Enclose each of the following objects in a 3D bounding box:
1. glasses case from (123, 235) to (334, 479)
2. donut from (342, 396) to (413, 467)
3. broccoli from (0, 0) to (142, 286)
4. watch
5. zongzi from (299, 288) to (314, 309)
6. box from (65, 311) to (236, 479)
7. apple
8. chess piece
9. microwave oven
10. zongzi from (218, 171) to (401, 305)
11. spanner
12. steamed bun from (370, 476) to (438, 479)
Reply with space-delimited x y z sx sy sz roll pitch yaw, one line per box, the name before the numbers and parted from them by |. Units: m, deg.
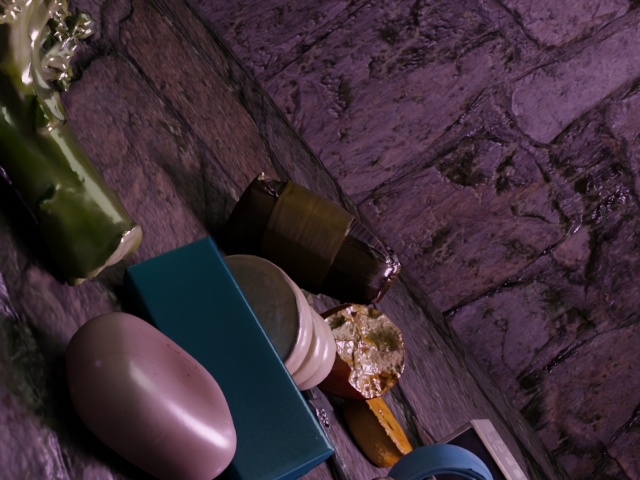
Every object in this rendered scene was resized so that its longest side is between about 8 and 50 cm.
glasses case | -0.111 0.146 1.205 0.301 0.117 0.070 58 -26 21
donut | 0.091 0.308 1.723 0.152 0.058 0.152 52 9 -12
broccoli | -0.332 -0.167 1.070 0.353 0.275 0.396 15 58 -47
watch | 0.190 0.397 1.518 0.211 0.211 0.193 -74 146 -77
zongzi | -0.055 0.066 1.905 0.109 0.055 0.119 48 -15 44
box | -0.161 0.153 1.003 0.200 0.088 0.146 45 12 -39
apple | 0.039 0.176 1.661 0.158 0.147 0.156 10 70 -23
chess piece | -0.066 0.130 1.400 0.167 0.167 0.299 58 4 19
microwave oven | 0.308 0.469 1.944 0.240 0.145 0.194 58 8 18
zongzi | 0.000 0.000 1.817 0.289 0.154 0.317 31 8 4
spanner | 0.030 0.326 1.492 0.093 0.026 0.325 43 17 -51
steamed bun | 0.194 0.428 1.266 0.310 0.219 0.324 14 -4 38
